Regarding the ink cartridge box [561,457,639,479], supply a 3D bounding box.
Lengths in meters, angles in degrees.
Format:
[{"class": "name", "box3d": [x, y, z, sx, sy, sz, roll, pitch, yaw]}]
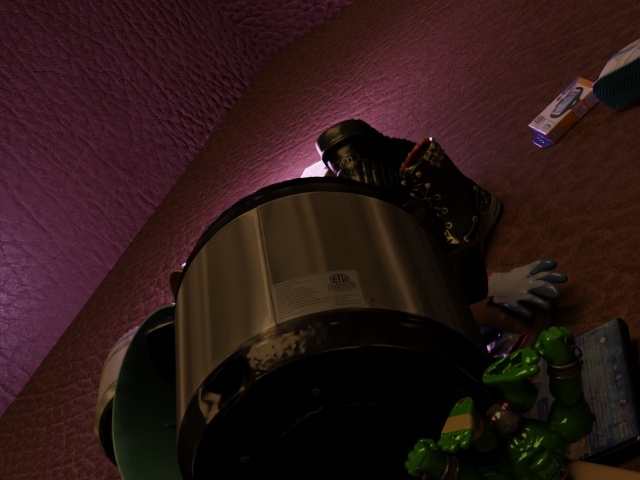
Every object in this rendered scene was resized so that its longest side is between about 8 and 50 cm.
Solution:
[{"class": "ink cartridge box", "box3d": [0.229, 0.323, 0.908, 0.234, 0.088, 0.193, -53, 19, -21]}]

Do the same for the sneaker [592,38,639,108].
[{"class": "sneaker", "box3d": [0.519, -0.280, 1.498, 0.229, 0.087, 0.092, -16, 33, 52]}]

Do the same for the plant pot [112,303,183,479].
[{"class": "plant pot", "box3d": [-0.141, 0.256, 1.503, 0.293, 0.235, 0.292, -19, 66, 49]}]

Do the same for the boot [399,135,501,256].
[{"class": "boot", "box3d": [0.184, -0.036, 1.567, 0.085, 0.178, 0.236, -24, 28, 48]}]

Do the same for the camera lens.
[{"class": "camera lens", "box3d": [-0.309, 0.298, 1.872, 0.219, 0.219, 0.274, -44, 19, 8]}]

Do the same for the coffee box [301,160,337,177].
[{"class": "coffee box", "box3d": [0.000, 0.000, 1.899, 0.119, 0.168, 0.297, -23, 30, 49]}]

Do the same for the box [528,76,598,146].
[{"class": "box", "box3d": [0.412, -0.217, 1.681, 0.136, 0.028, 0.081, -43, 20, 5]}]

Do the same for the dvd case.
[{"class": "dvd case", "box3d": [0.255, 0.211, 1.146, 0.253, 0.022, 0.180, -34, 30, 31]}]

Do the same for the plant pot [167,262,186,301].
[{"class": "plant pot", "box3d": [-0.130, 0.082, 1.972, 0.254, 0.237, 0.237, -39, 15, -25]}]

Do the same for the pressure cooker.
[{"class": "pressure cooker", "box3d": [0.011, 0.126, 1.192, 0.375, 0.370, 0.420, -56, 25, 24]}]

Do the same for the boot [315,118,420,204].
[{"class": "boot", "box3d": [0.135, -0.050, 1.746, 0.131, 0.348, 0.260, -36, 64, 25]}]

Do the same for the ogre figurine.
[{"class": "ogre figurine", "box3d": [0.190, 0.183, 0.962, 0.197, 0.118, 0.097, -51, 23, -17]}]

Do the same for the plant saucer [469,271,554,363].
[{"class": "plant saucer", "box3d": [0.203, 0.145, 1.385, 0.278, 0.041, 0.278, -40, 21, 19]}]

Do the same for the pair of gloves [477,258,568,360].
[{"class": "pair of gloves", "box3d": [0.236, 0.105, 1.302, 0.198, 0.023, 0.159, -55, 20, -19]}]
